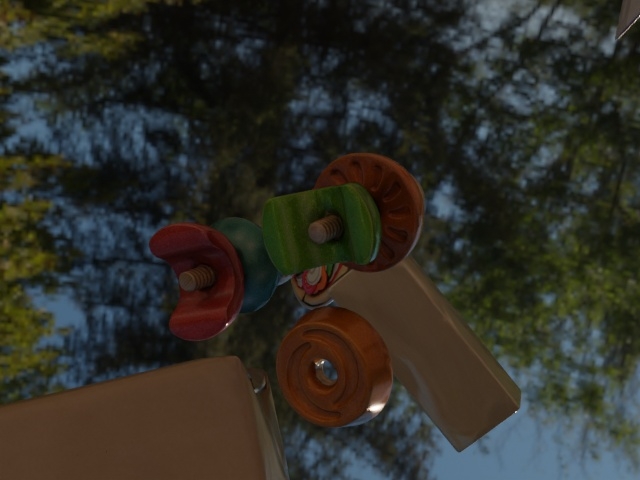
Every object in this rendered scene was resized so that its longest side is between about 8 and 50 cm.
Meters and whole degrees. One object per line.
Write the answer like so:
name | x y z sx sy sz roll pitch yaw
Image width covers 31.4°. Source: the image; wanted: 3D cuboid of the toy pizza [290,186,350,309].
toy pizza | 0.000 0.000 1.649 0.032 0.201 0.201 15 -166 -28

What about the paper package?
paper package | -0.198 0.306 1.246 0.324 0.310 0.168 -13 168 5

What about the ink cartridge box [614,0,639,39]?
ink cartridge box | 0.459 -0.406 1.349 0.066 0.261 0.296 22 -121 -5

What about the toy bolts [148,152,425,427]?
toy bolts | -0.009 0.039 0.992 0.228 0.218 0.158 -5 -172 31

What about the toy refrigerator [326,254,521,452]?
toy refrigerator | 0.137 0.130 1.480 0.269 0.102 0.094 50 -166 0
